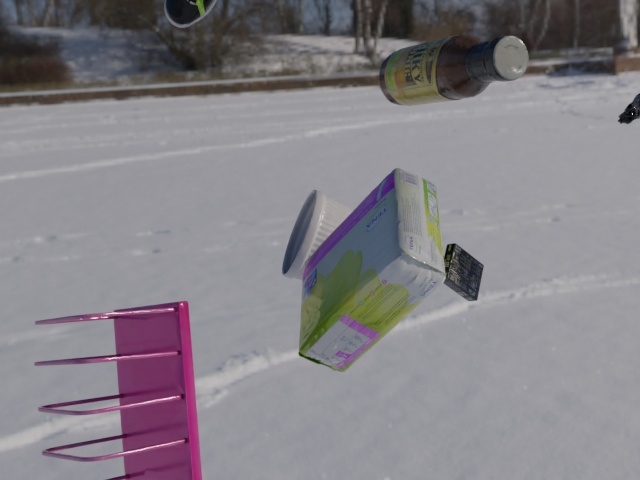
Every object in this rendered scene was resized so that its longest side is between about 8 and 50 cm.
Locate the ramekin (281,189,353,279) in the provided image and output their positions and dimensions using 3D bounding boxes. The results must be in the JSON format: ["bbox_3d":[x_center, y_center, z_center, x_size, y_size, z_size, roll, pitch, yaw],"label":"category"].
[{"bbox_3d":[0.000,0.000,1.910,0.109,0.207,0.207,20,4,-11],"label":"ramekin"}]

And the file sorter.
[{"bbox_3d":[-0.324,0.251,1.323,0.182,0.291,0.202,-1,-7,-43],"label":"file sorter"}]

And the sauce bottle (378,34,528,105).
[{"bbox_3d":[0.224,-0.296,1.471,0.111,0.112,0.344,-8,6,-25],"label":"sauce bottle"}]

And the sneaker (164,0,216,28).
[{"bbox_3d":[-0.198,-0.476,1.483,0.084,0.235,0.097,40,10,0],"label":"sneaker"}]

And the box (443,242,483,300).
[{"bbox_3d":[0.232,0.053,1.400,0.018,0.067,0.083,-11,-35,46],"label":"box"}]

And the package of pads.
[{"bbox_3d":[0.076,0.054,1.403,0.101,0.296,0.229,27,37,-21],"label":"package of pads"}]

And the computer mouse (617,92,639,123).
[{"bbox_3d":[0.632,-0.294,1.485,0.262,0.060,0.184,-49,-9,23],"label":"computer mouse"}]
